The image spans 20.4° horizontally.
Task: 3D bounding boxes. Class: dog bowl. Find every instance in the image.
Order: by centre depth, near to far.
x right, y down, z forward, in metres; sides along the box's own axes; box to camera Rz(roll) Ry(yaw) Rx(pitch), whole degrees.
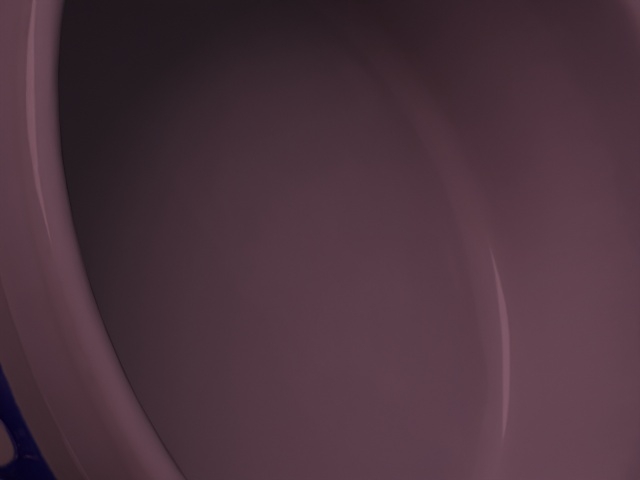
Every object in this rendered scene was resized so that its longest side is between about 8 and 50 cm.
[{"bbox_3d":[0.000,0.000,0.501,0.104,0.265,0.265,-21,42,44],"label":"dog bowl"}]
